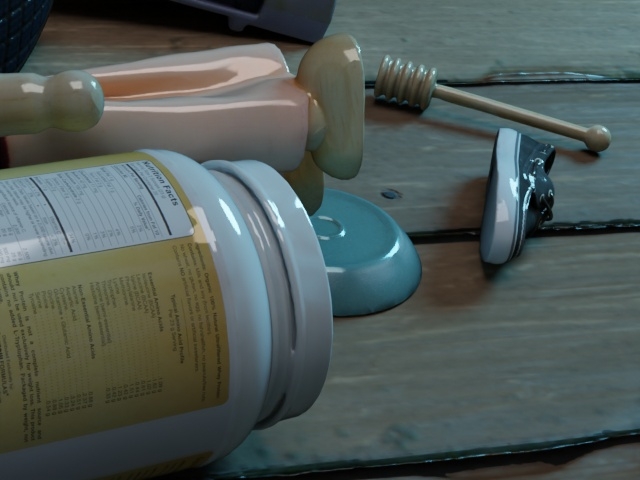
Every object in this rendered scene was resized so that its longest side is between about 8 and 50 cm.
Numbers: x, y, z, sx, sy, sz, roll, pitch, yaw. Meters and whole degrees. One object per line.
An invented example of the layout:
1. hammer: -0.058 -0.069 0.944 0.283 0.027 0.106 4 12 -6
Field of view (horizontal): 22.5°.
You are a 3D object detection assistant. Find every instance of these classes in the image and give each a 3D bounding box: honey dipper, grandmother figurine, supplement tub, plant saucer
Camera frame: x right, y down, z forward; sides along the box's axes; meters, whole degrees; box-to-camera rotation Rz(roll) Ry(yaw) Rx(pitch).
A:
1. honey dipper: 0.116 -0.089 1.075 0.160 0.030 0.030 16 32 5
2. grandmother figurine: -0.161 -0.048 0.794 0.342 0.208 0.104 -3 66 -21
3. supplement tub: -0.110 0.038 0.695 0.199 0.144 0.144 -10 37 -29
4. plant saucer: 0.000 0.000 0.903 0.119 0.021 0.119 7 31 -4

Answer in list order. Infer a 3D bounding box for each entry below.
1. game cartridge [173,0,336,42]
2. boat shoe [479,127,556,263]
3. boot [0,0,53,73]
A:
1. game cartridge: -0.167 -0.254 1.194 0.355 0.068 0.230 14 26 -12
2. boat shoe: 0.120 -0.028 0.958 0.040 0.049 0.142 12 29 3
3. boot: -0.250 -0.132 0.991 0.106 0.082 0.219 19 35 11
